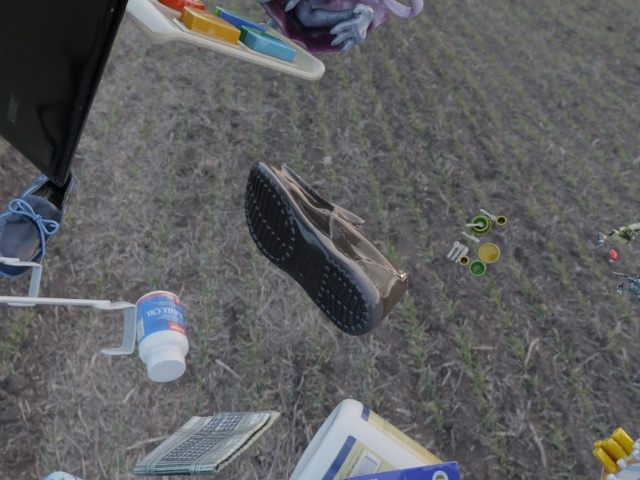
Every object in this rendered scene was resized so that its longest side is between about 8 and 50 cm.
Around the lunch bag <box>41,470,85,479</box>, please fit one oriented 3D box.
[{"bbox_3d":[-0.651,0.678,1.361,0.219,0.176,0.090,-40,30,9],"label":"lunch bag"}]

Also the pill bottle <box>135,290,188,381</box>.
[{"bbox_3d":[-0.408,0.247,1.430,0.124,0.124,0.221,-7,44,-19],"label":"pill bottle"}]

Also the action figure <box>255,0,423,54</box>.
[{"bbox_3d":[-0.051,-0.447,0.849,0.275,0.248,0.370,-25,45,4],"label":"action figure"}]

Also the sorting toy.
[{"bbox_3d":[-0.120,-0.254,0.659,0.208,0.038,0.193,0,34,-36],"label":"sorting toy"}]

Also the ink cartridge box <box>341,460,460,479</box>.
[{"bbox_3d":[0.147,0.472,0.853,0.223,0.045,0.224,0,75,-21],"label":"ink cartridge box"}]

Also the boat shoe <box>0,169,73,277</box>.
[{"bbox_3d":[-0.516,-0.051,0.989,0.109,0.089,0.258,36,31,-36],"label":"boat shoe"}]

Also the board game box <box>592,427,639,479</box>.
[{"bbox_3d":[0.529,0.279,0.779,0.050,0.390,0.390,49,26,18],"label":"board game box"}]

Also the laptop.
[{"bbox_3d":[-0.302,-0.354,0.588,0.408,0.382,0.236,43,42,-1],"label":"laptop"}]

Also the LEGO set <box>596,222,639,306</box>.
[{"bbox_3d":[0.210,0.026,0.357,0.083,0.054,0.023,36,52,-2],"label":"LEGO set"}]

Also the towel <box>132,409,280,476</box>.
[{"bbox_3d":[-0.318,0.568,1.585,0.312,0.056,0.324,-15,4,30],"label":"towel"}]

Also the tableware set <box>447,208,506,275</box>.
[{"bbox_3d":[0.374,0.003,1.285,0.104,0.024,0.154,35,83,24],"label":"tableware set"}]

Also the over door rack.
[{"bbox_3d":[-0.365,0.009,0.539,0.239,0.108,0.324,13,-10,38],"label":"over door rack"}]

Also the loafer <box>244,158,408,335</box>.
[{"bbox_3d":[0.000,0.000,0.891,0.130,0.134,0.366,-14,51,-38],"label":"loafer"}]

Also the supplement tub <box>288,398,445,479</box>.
[{"bbox_3d":[0.117,0.472,1.026,0.316,0.228,0.228,35,43,6],"label":"supplement tub"}]
